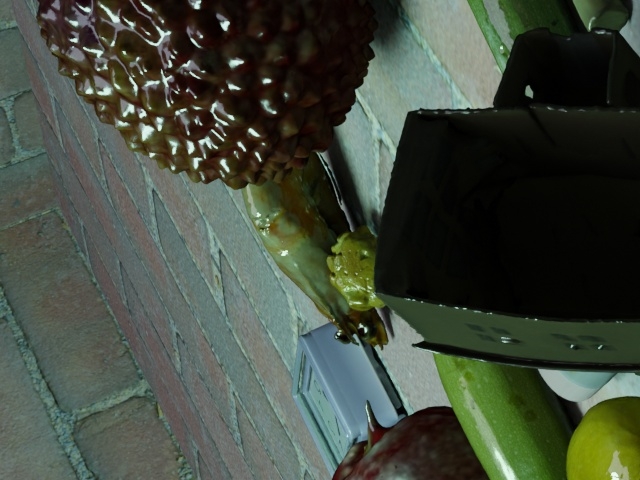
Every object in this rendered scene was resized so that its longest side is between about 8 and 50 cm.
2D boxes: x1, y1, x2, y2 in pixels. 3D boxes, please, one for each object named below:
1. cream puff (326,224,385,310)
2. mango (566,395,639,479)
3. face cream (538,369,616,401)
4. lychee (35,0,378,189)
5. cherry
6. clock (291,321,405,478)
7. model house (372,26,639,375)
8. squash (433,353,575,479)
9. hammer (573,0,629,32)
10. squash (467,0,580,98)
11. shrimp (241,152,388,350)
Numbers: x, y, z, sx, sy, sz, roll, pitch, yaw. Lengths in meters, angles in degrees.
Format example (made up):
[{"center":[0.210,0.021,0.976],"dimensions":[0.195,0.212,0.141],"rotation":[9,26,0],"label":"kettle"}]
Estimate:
[{"center":[0.046,0.030,1.977],"dimensions":[0.083,0.083,0.058],"rotation":[20,175,18],"label":"cream puff"},{"center":[0.244,0.215,1.453],"dimensions":[0.137,0.091,0.237],"rotation":[48,160,60],"label":"mango"},{"center":[0.197,0.057,1.450],"dimensions":[0.198,0.057,0.084],"rotation":[108,139,-69],"label":"face cream"},{"center":[-0.096,-0.206,1.685],"dimensions":[0.306,0.306,0.330],"rotation":[134,117,-75],"label":"lychee"},{"center":[0.119,0.271,1.777],"dimensions":[0.300,0.203,0.230],"rotation":[56,157,5],"label":"cherry"},{"center":[0.031,0.190,2.269],"dimensions":[0.193,0.073,0.144],"rotation":[97,149,-63],"label":"clock"},{"center":[0.181,0.003,1.231],"dimensions":[0.243,0.211,0.204],"rotation":[42,-122,-52],"label":"model house"},{"center":[0.154,0.132,1.673],"dimensions":[0.094,0.094,0.341],"rotation":[112,135,-71],"label":"squash"},{"center":[0.178,-0.207,1.206],"dimensions":[0.195,0.028,0.060],"rotation":[94,158,-55],"label":"hammer"},{"center":[0.134,-0.162,1.346],"dimensions":[0.229,0.066,0.066],"rotation":[65,166,6],"label":"squash"},{"center":[0.001,0.000,2.045],"dimensions":[0.294,0.062,0.154],"rotation":[63,-147,-28],"label":"shrimp"}]
